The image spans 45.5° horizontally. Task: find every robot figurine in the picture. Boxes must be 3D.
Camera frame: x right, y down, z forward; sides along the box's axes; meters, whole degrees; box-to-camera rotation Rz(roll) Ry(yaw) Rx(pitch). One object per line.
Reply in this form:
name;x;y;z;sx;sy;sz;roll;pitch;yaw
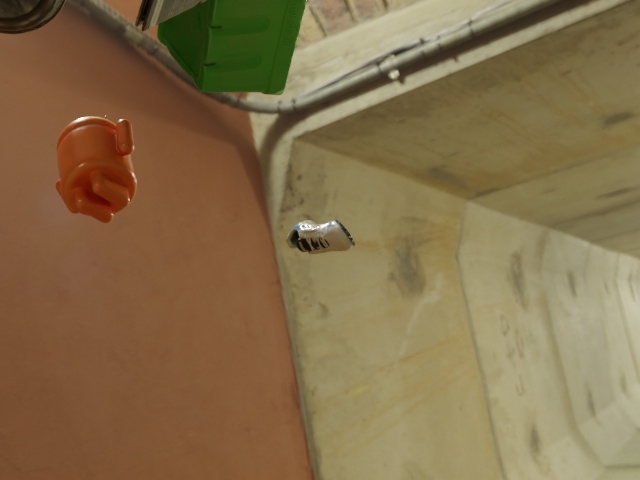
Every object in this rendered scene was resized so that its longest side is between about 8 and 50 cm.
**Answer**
robot figurine;-0.393;-0.129;1.330;0.128;0.158;0.219;-3;-136;-22

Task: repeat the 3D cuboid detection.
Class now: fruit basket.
fruit basket;-0.099;-0.481;1.378;0.283;0.392;0.392;51;-156;22

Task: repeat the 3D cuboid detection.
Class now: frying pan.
frying pan;-0.434;-0.440;1.191;0.053;0.326;0.197;-113;3;-57

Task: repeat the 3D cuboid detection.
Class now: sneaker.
sneaker;0.000;0.000;1.768;0.086;0.237;0.085;-40;-70;-22

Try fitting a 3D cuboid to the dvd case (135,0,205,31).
dvd case;-0.126;-0.354;0.929;0.018;0.164;0.221;43;-130;4
